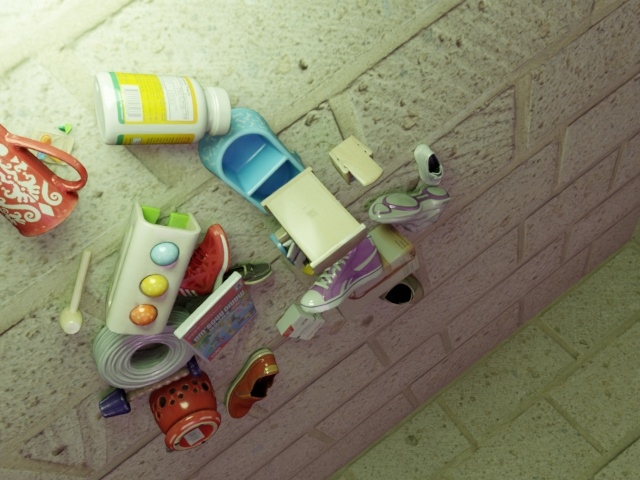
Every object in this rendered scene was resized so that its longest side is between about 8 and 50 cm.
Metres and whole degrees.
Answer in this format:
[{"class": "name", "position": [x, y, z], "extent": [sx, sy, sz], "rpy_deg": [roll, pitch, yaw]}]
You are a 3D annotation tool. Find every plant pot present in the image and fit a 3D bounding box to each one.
[{"class": "plant pot", "position": [-0.404, 0.523, 1.321], "extent": [0.191, 0.174, 0.191], "rpy_deg": [-24, 139, -23]}]

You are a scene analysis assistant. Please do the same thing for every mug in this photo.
[{"class": "mug", "position": [-0.487, -0.114, 0.703], "extent": [0.150, 0.113, 0.169], "rpy_deg": [-44, 139, -18]}]

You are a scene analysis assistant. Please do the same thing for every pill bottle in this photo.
[{"class": "pill bottle", "position": [-0.269, -0.226, 0.749], "extent": [0.209, 0.117, 0.117], "rpy_deg": [-10, 133, -32]}]

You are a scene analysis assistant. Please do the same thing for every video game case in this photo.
[{"class": "video game case", "position": [-0.264, 0.214, 1.143], "extent": [0.204, 0.025, 0.285], "rpy_deg": [-47, 162, -21]}]

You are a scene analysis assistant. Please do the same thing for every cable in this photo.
[{"class": "cable", "position": [-0.442, 0.275, 1.115], "extent": [0.257, 0.089, 0.257], "rpy_deg": [-17, 136, -26]}]

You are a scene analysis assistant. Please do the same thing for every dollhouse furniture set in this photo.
[{"class": "dollhouse furniture set", "position": [0.046, -0.026, 1.035], "extent": [0.286, 0.198, 0.303], "rpy_deg": [-37, 155, -5]}]

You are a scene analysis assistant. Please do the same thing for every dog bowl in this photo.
[{"class": "dog bowl", "position": [-0.132, -0.159, 0.960], "extent": [0.166, 0.074, 0.297], "rpy_deg": [-44, 141, 5]}]

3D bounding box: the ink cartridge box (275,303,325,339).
[{"class": "ink cartridge box", "position": [-0.066, 0.274, 1.441], "extent": [0.099, 0.056, 0.135], "rpy_deg": [-50, 140, 13]}]

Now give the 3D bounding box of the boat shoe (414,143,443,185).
[{"class": "boat shoe", "position": [0.336, -0.215, 1.287], "extent": [0.066, 0.063, 0.184], "rpy_deg": [-38, 141, -3]}]

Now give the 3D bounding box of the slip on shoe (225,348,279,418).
[{"class": "slip on shoe", "position": [-0.240, 0.525, 1.510], "extent": [0.123, 0.101, 0.331], "rpy_deg": [4, 126, -43]}]

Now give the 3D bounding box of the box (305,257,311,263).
[{"class": "box", "position": [0.000, 0.000, 1.247], "extent": [0.114, 0.036, 0.206], "rpy_deg": [-29, 140, -14]}]

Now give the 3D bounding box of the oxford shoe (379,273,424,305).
[{"class": "oxford shoe", "position": [0.287, 0.190, 1.570], "extent": [0.397, 0.146, 0.140], "rpy_deg": [21, 111, -48]}]

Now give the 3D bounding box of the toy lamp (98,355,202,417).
[{"class": "toy lamp", "position": [-0.481, 0.418, 1.231], "extent": [0.275, 0.080, 0.080], "rpy_deg": [-22, 138, -20]}]

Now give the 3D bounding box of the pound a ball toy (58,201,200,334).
[{"class": "pound a ball toy", "position": [-0.404, 0.084, 0.909], "extent": [0.208, 0.135, 0.319], "rpy_deg": [11, 115, -36]}]

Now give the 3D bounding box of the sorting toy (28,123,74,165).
[{"class": "sorting toy", "position": [-0.458, -0.169, 0.737], "extent": [0.062, 0.012, 0.083], "rpy_deg": [11, 120, -44]}]

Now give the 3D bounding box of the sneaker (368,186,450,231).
[{"class": "sneaker", "position": [0.275, -0.074, 1.332], "extent": [0.305, 0.114, 0.152], "rpy_deg": [-12, 131, -30]}]

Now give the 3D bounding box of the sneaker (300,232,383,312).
[{"class": "sneaker", "position": [0.042, 0.071, 1.179], "extent": [0.282, 0.102, 0.160], "rpy_deg": [-33, 119, -31]}]

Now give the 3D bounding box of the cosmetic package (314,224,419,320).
[{"class": "cosmetic package", "position": [0.145, 0.092, 1.362], "extent": [0.296, 0.153, 0.129], "rpy_deg": [-36, 139, -7]}]

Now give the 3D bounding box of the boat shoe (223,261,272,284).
[{"class": "boat shoe", "position": [-0.201, 0.088, 1.155], "extent": [0.152, 0.056, 0.049], "rpy_deg": [-19, 142, -24]}]

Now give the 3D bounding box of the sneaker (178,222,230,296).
[{"class": "sneaker", "position": [-0.295, 0.061, 1.032], "extent": [0.128, 0.087, 0.221], "rpy_deg": [-11, 132, -33]}]
